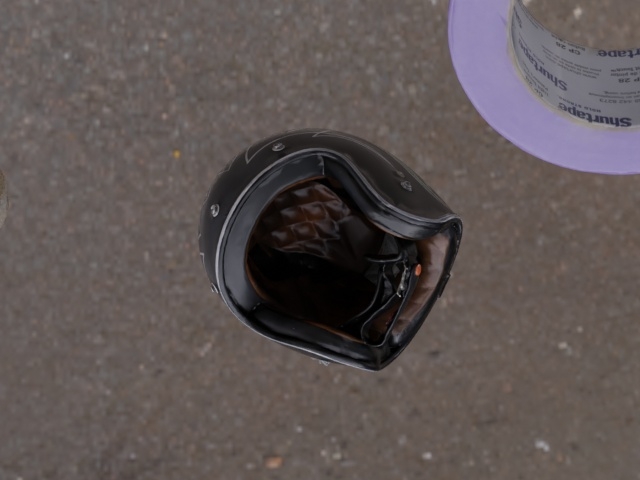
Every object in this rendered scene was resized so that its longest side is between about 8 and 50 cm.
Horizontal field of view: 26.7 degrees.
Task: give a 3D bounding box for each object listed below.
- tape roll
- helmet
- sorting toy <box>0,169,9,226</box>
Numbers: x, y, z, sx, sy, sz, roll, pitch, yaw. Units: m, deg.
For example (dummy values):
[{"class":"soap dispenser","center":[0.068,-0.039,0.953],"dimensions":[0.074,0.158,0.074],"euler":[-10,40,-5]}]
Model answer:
[{"class":"tape roll","center":[0.162,-0.132,0.711],"dimensions":[0.189,0.080,0.189],"euler":[3,131,4]},{"class":"helmet","center":[0.000,0.000,0.935],"dimensions":[0.161,0.169,0.169],"euler":[28,147,18]},{"class":"sorting toy","center":[-0.232,0.029,0.276],"dimensions":[0.229,0.307,0.041],"euler":[-1,110,15]}]
